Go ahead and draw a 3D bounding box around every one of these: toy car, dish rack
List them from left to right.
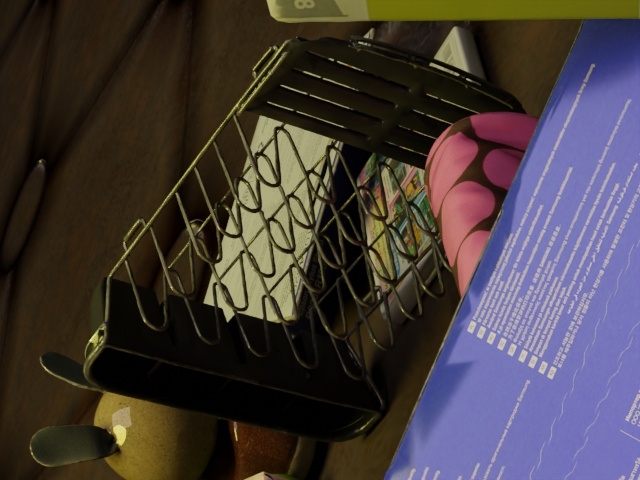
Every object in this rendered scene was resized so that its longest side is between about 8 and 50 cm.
[{"bbox_3d":[-0.110,0.143,1.346,0.149,0.188,0.155,-56,24,33],"label":"toy car"},{"bbox_3d":[0.000,0.000,1.178,0.271,0.208,0.074,-50,39,33],"label":"dish rack"}]

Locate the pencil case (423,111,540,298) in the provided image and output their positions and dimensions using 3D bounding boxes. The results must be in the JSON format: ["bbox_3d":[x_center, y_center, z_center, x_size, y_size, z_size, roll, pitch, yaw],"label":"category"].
[{"bbox_3d":[0.117,0.008,1.044,0.209,0.098,0.095,-105,-5,-56],"label":"pencil case"}]

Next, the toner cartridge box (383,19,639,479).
[{"bbox_3d":[0.131,0.080,0.863,0.165,0.075,0.347,30,101,40],"label":"toner cartridge box"}]

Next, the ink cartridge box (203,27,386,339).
[{"bbox_3d":[-0.012,-0.027,1.451,0.224,0.045,0.223,-19,53,68],"label":"ink cartridge box"}]

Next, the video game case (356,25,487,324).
[{"bbox_3d":[0.072,-0.045,1.305,0.143,0.019,0.157,-58,25,31],"label":"video game case"}]

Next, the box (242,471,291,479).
[{"bbox_3d":[-0.049,0.249,1.159,0.300,0.142,0.154,-33,41,58],"label":"box"}]

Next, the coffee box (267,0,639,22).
[{"bbox_3d":[0.138,-0.321,0.780,0.337,0.334,0.338,79,-165,-56],"label":"coffee box"}]
